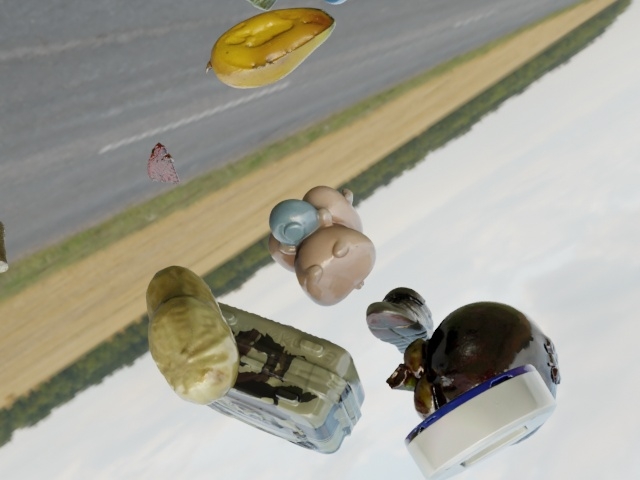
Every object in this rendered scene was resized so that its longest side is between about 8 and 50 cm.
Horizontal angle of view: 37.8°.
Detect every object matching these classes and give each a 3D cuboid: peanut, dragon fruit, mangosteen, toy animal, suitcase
[{"bbox_3d":[-0.224,0.146,1.574,0.147,0.147,0.319,-33,-142,3],"label":"peanut"},{"bbox_3d":[-0.396,-0.208,2.360,0.131,0.097,0.063,78,32,-48],"label":"dragon fruit"},{"bbox_3d":[0.311,0.275,1.914,0.347,0.307,0.307,-11,-171,15],"label":"mangosteen"},{"bbox_3d":[0.014,0.012,1.932,0.210,0.221,0.229,-45,162,10],"label":"toy animal"},{"bbox_3d":[-0.088,0.270,1.820,0.194,0.352,0.339,-63,158,-23],"label":"suitcase"}]

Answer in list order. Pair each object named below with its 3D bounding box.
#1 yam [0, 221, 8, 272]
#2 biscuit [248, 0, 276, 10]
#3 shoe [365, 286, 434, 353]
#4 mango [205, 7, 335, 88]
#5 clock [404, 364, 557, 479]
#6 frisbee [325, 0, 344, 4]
[{"bbox_3d":[-0.543,0.010,1.570,0.032,0.032,0.145,-34,-145,-1],"label":"yam"},{"bbox_3d":[-0.040,-0.588,1.818,0.322,0.099,0.038,-48,-140,18],"label":"biscuit"},{"bbox_3d":[0.190,0.168,2.114,0.114,0.137,0.291,-16,156,20],"label":"shoe"},{"bbox_3d":[-0.068,-0.261,1.257,0.187,0.101,0.066,-25,149,4],"label":"mango"},{"bbox_3d":[0.242,0.278,1.408,0.230,0.083,0.230,-26,156,-13],"label":"clock"},{"bbox_3d":[0.013,-0.541,1.653,0.045,0.242,0.242,-22,178,-22],"label":"frisbee"}]
